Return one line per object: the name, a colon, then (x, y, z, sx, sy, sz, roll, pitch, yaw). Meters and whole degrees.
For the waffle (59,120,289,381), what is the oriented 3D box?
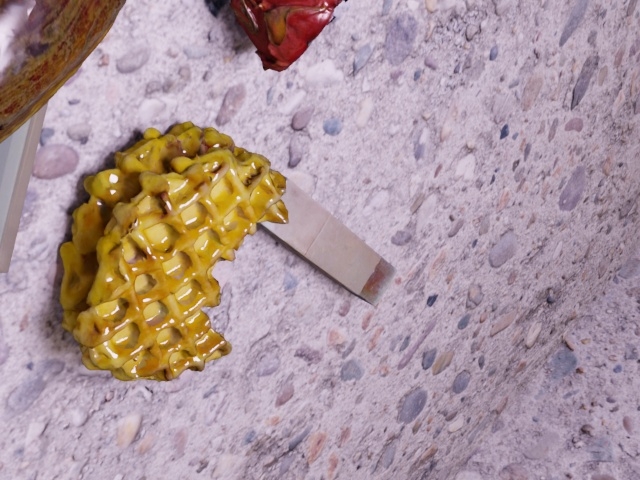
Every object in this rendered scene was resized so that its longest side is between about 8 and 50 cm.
waffle: (-0.181, 0.018, 1.082, 0.261, 0.151, 0.324, 11, 103, -56)

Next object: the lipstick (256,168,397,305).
lipstick: (0.000, 0.000, 1.345, 0.079, 0.076, 0.371, -57, 144, -4)

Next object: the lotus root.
lotus root: (-0.300, -0.172, 0.737, 0.397, 0.179, 0.196, -48, 176, -26)

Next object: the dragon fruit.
dragon fruit: (-0.045, -0.325, 1.022, 0.148, 0.224, 0.218, 32, 60, -16)

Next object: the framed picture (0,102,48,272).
framed picture: (-0.377, -0.101, 0.870, 0.213, 0.016, 0.289, 2, 110, -51)
